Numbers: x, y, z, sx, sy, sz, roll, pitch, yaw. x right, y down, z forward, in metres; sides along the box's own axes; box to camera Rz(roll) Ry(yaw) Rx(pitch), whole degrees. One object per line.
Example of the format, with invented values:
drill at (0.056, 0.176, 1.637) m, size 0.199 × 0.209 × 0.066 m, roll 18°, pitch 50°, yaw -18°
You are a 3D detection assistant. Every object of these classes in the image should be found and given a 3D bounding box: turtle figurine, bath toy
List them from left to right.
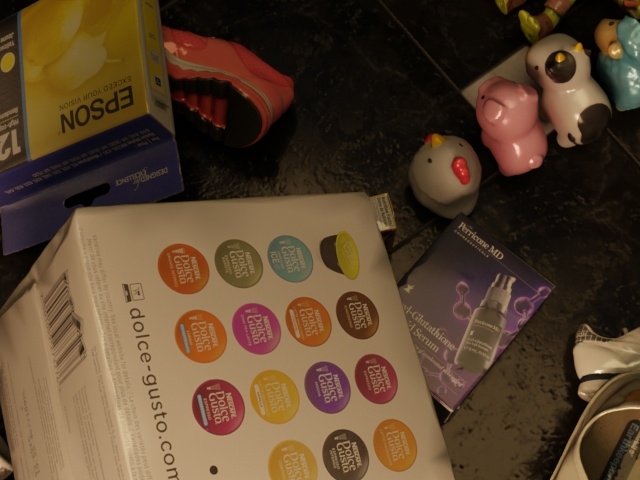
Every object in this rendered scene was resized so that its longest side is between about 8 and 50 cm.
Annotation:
bath toy at (0.266, -0.161, 1.322) m, size 0.348 × 0.129 × 0.151 m, roll -33°, pitch 85°, yaw -7°
turtle figurine at (0.348, -0.382, 1.420) m, size 0.217 × 0.087 × 0.269 m, roll -33°, pitch 78°, yaw -2°

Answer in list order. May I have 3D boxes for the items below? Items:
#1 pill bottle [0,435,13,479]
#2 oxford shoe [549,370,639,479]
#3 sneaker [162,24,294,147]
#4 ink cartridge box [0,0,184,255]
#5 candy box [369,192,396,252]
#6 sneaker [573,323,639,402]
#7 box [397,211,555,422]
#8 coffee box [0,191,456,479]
pill bottle at (-0.496, 0.299, 1.199) m, size 0.245 × 0.130 × 0.130 m, roll -39°, pitch 76°, yaw -11°
oxford shoe at (0.300, 0.359, 1.142) m, size 0.169 × 0.130 × 0.449 m, roll 22°, pitch 89°, yaw 7°
sneaker at (-0.174, -0.231, 1.389) m, size 0.313 × 0.116 × 0.136 m, roll 30°, pitch 41°, yaw 19°
ink cartridge box at (-0.328, -0.169, 1.310) m, size 0.303 × 0.072 × 0.307 m, roll -18°, pitch 69°, yaw 25°
candy box at (0.000, 0.000, 1.295) m, size 0.186 × 0.109 × 0.053 m, roll -13°, pitch 73°, yaw -4°
sneaker at (0.432, 0.148, 1.257) m, size 0.235 × 0.090 × 0.095 m, roll 1°, pitch 63°, yaw 0°
box at (0.164, 0.096, 1.262) m, size 0.153 × 0.108 × 0.207 m, roll 38°, pitch 78°, yaw 12°
coffee box at (-0.118, 0.172, 1.069) m, size 0.334 × 0.338 × 0.338 m, roll -5°, pitch 70°, yaw -33°
